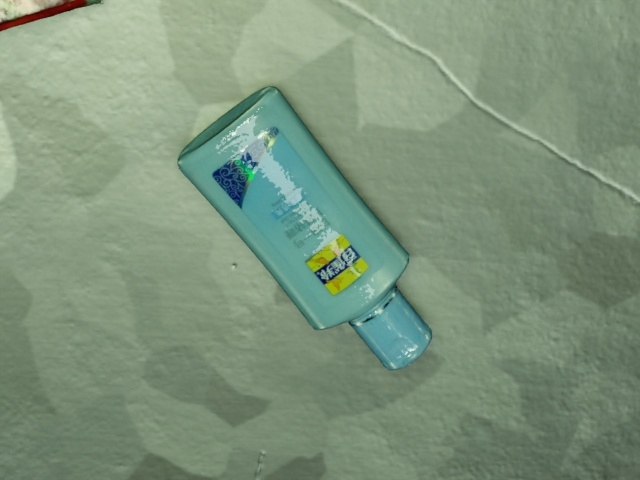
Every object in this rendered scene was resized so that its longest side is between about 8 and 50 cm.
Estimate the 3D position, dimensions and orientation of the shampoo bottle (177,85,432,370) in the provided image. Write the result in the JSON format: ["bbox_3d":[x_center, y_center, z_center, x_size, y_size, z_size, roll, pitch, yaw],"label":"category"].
[{"bbox_3d":[0.000,0.000,1.378,0.104,0.061,0.258,-37,108,8],"label":"shampoo bottle"}]

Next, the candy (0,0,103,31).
[{"bbox_3d":[-0.256,-0.200,1.288,0.292,0.059,0.086,-17,106,-1],"label":"candy"}]
